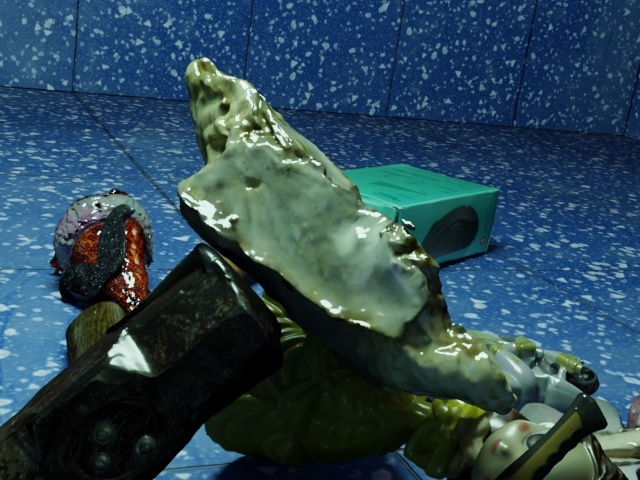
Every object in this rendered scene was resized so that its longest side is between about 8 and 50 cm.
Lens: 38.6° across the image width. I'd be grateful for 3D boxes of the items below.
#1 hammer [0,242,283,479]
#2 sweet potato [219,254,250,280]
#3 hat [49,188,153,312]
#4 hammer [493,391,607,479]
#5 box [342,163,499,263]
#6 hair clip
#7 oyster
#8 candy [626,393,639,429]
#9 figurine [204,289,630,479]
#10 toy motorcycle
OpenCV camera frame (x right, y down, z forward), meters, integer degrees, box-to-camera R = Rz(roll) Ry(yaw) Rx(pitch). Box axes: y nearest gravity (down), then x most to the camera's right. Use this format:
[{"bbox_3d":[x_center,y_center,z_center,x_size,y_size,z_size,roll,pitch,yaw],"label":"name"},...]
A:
[{"bbox_3d":[-0.172,0.106,0.756,0.095,0.242,0.409,49,-9,-12],"label":"hammer"},{"bbox_3d":[-0.116,0.037,1.183,0.051,0.065,0.218,33,31,5],"label":"sweet potato"},{"bbox_3d":[-0.239,0.043,1.064,0.140,0.129,0.227,-35,46,-4],"label":"hat"},{"bbox_3d":[0.109,0.175,0.602,0.078,0.201,0.021,42,-7,29],"label":"hammer"},{"bbox_3d":[0.120,-0.039,1.457,0.205,0.118,0.311,17,17,35],"label":"box"},{"bbox_3d":[0.300,0.186,0.817,0.257,0.075,0.146,-8,37,0],"label":"hair clip"},{"bbox_3d":[-0.003,0.003,0.653,0.341,0.110,0.166,44,1,8],"label":"oyster"},{"bbox_3d":[0.363,0.188,0.923,0.103,0.043,0.103,6,17,-2],"label":"candy"},{"bbox_3d":[0.086,0.146,0.703,0.315,0.167,0.187,23,33,35],"label":"figurine"},{"bbox_3d":[0.172,0.139,0.948,0.225,0.073,0.152,12,18,17],"label":"toy motorcycle"}]
